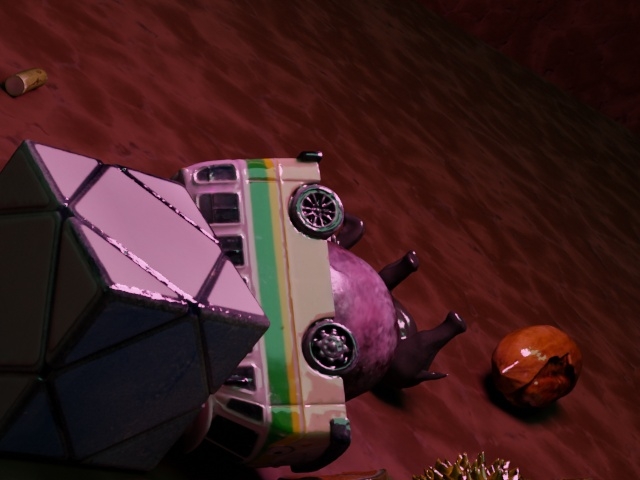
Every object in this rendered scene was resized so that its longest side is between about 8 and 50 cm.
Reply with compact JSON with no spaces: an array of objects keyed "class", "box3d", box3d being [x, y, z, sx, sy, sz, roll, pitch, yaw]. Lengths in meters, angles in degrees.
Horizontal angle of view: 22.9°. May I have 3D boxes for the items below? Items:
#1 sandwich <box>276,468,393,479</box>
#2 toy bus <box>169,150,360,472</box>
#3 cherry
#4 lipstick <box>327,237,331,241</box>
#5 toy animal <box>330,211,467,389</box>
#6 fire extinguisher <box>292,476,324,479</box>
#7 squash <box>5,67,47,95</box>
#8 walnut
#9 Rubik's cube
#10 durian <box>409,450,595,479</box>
[{"class":"sandwich","box3d":[0.025,0.254,1.623,0.135,0.029,0.067,-3,8,-33]},{"class":"toy bus","box3d":[-0.072,0.074,1.571,0.179,0.143,0.306,1,71,-21]},{"class":"cherry","box3d":[-0.009,0.089,1.763,0.195,0.195,0.195,34,21,-15]},{"class":"lipstick","box3d":[0.000,0.000,2.152,0.038,0.038,0.131,19,30,-44]},{"class":"toy animal","box3d":[0.071,0.076,1.969,0.245,0.146,0.114,57,8,31]},{"class":"fire extinguisher","box3d":[0.036,0.336,1.467,0.106,0.075,0.252,8,35,-36]},{"class":"squash","box3d":[-0.361,-0.198,1.953,0.027,0.027,0.083,40,20,0]},{"class":"walnut","box3d":[0.299,0.177,2.209,0.116,0.116,0.207,49,23,22]},{"class":"Rubik's cube","box3d":[-0.210,0.063,1.430,0.205,0.205,0.207,15,33,-48]},{"class":"durian","box3d":[0.179,0.317,1.416,0.291,0.225,0.291,19,-16,5]}]
